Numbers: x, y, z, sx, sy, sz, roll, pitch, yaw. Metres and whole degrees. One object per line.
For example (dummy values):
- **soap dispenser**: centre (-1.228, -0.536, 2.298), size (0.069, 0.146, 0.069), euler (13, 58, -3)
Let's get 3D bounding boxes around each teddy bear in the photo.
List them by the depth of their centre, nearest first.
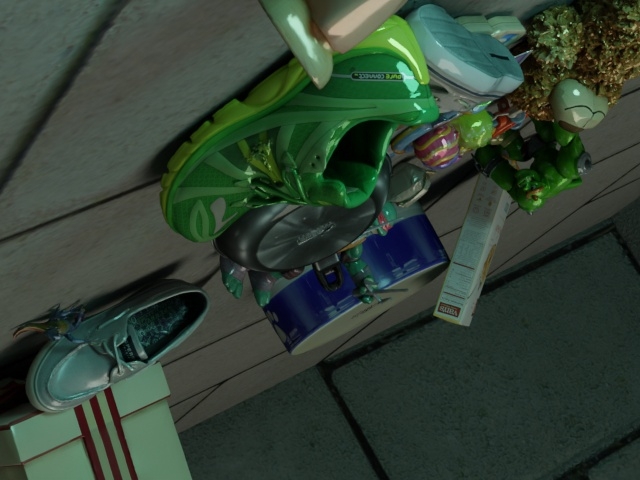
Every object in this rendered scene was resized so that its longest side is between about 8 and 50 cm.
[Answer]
- **teddy bear**: centre (0.319, -0.215, 1.710), size (0.338, 0.113, 0.245), euler (-35, 168, 26)

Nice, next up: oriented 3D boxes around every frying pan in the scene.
- **frying pan**: centre (-0.026, 0.006, 1.712), size (0.197, 0.053, 0.326), euler (-16, 152, -22)

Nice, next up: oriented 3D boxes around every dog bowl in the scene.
- **dog bowl**: centre (0.045, 0.051, 2.341), size (0.265, 0.104, 0.265), euler (-29, 172, -5)

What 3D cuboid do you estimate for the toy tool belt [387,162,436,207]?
- **toy tool belt**: centre (0.100, -0.063, 2.050), size (0.083, 0.052, 0.051), euler (-35, 162, 33)

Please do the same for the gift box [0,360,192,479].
- **gift box**: centre (-0.325, 0.275, 1.944), size (0.276, 0.258, 0.255), euler (-12, -173, 40)

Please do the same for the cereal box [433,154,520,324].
- **cereal box**: centre (0.221, 0.002, 2.360), size (0.173, 0.047, 0.240), euler (19, 89, -80)

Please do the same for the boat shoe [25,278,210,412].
- **boat shoe**: centre (-0.216, 0.109, 1.826), size (0.227, 0.079, 0.081), euler (-35, -163, -29)

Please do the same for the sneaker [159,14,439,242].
- **sneaker**: centre (-0.024, -0.067, 1.377), size (0.295, 0.123, 0.109), euler (-36, 170, 37)

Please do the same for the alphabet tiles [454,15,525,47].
- **alphabet tiles**: centre (0.062, -0.132, 1.625), size (0.284, 0.021, 0.278), euler (-35, 167, 31)

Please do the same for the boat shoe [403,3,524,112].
- **boat shoe**: centre (0.111, -0.140, 1.448), size (0.076, 0.083, 0.226), euler (-39, 160, 18)

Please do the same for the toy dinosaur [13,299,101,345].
- **toy dinosaur**: centre (-0.274, 0.084, 1.771), size (0.090, 0.047, 0.082), euler (5, 176, -6)

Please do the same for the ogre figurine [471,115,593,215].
- **ogre figurine**: centre (0.276, -0.111, 2.132), size (0.197, 0.118, 0.097), euler (-36, 169, 33)

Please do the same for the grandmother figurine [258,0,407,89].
- **grandmother figurine**: centre (0.119, -0.225, 1.071), size (0.342, 0.104, 0.208), euler (-34, -162, 5)

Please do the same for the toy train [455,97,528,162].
- **toy train**: centre (0.193, -0.142, 1.933), size (0.125, 0.046, 0.166), euler (-32, 174, 3)

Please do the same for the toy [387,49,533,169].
- **toy**: centre (0.132, -0.111, 1.695), size (0.137, 0.056, 0.237), euler (-24, 169, -15)

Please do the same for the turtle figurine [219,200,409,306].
- **turtle figurine**: centre (0.010, 0.009, 1.930), size (0.234, 0.118, 0.175), euler (-19, 144, 22)
